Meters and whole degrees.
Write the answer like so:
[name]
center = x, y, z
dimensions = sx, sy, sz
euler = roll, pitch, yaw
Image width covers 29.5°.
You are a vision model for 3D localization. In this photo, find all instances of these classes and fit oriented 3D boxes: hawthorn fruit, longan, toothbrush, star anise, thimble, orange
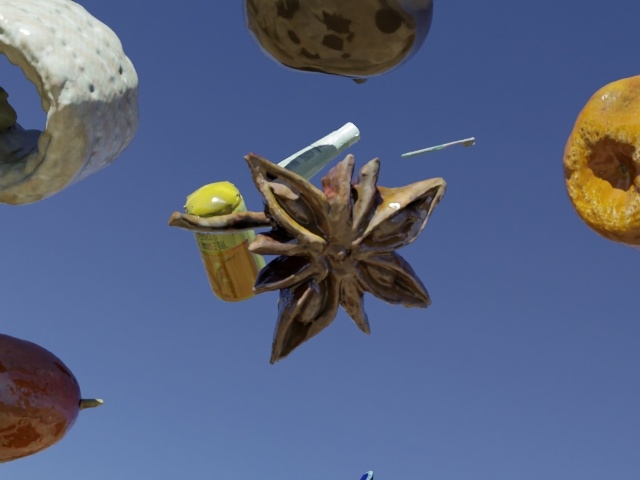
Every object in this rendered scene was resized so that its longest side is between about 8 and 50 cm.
[hawthorn fruit]
center = -0.452, 0.240, 1.837
dimensions = 0.251, 0.199, 0.199
euler = 6, -19, -28
[longan]
center = 0.027, -0.365, 1.875
dimensions = 0.300, 0.243, 0.300
euler = 12, -32, 8
[toothbrush]
center = 0.215, -0.167, 2.231
dimensions = 0.167, 0.011, 0.014
euler = -10, -83, 42
[star anise]
center = 0.001, 0.002, 1.530
dimensions = 0.109, 0.350, 0.292
euler = -145, -145, -69
[thimble]
center = -0.405, -0.187, 1.615
dimensions = 0.292, 0.195, 0.291
euler = 8, -67, 19
[orange]
center = 0.454, -0.111, 1.620
dimensions = 0.183, 0.248, 0.249
euler = -6, -11, -35

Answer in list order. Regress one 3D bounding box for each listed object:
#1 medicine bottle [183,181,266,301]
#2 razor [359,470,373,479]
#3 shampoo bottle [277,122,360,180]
[medicine bottle]
center = -0.186, 0.000, 2.381
dimensions = 0.124, 0.124, 0.238
euler = 3, -52, 29
[razor]
center = 0.056, 0.427, 1.934
dimensions = 0.028, 0.044, 0.154
euler = 6, -58, -11
[shampoo bottle]
center = -0.013, -0.140, 2.075
dimensions = 0.069, 0.191, 0.041
euler = 28, -34, 47
